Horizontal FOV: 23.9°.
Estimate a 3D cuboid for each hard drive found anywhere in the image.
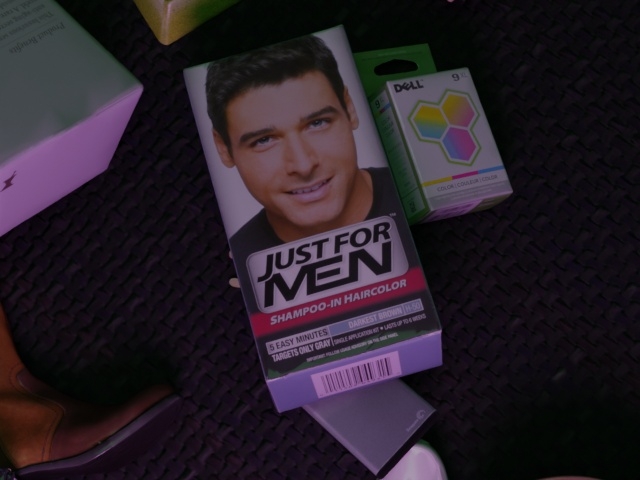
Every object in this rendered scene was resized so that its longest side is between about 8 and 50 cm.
[{"bbox_3d":[0.051,0.181,1.625,0.094,0.022,0.135,-46,54,-6],"label":"hard drive"}]

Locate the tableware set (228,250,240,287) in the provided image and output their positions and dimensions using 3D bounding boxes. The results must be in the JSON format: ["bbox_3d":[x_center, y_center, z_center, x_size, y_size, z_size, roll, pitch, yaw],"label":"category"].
[{"bbox_3d":[0.000,0.000,1.682,0.194,0.039,0.128,9,80,4],"label":"tableware set"}]

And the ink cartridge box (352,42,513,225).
[{"bbox_3d":[0.121,-0.129,1.669,0.109,0.062,0.209,-12,78,-27],"label":"ink cartridge box"}]

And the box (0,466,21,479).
[{"bbox_3d":[-0.467,0.363,1.513,0.295,0.073,0.293,6,73,-1],"label":"box"}]

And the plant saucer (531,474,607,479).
[{"bbox_3d":[0.246,0.369,1.559,0.278,0.041,0.278,-1,101,-5],"label":"plant saucer"}]

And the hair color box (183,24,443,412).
[{"bbox_3d":[-0.010,-0.027,1.611,0.185,0.113,0.374,-16,66,-1],"label":"hair color box"}]

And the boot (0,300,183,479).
[{"bbox_3d":[-0.319,0.142,1.664,0.264,0.096,0.280,-32,72,3],"label":"boot"}]

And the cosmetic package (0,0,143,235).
[{"bbox_3d":[-0.440,-0.225,1.636,0.453,0.161,0.230,44,48,10],"label":"cosmetic package"}]

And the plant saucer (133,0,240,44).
[{"bbox_3d":[-0.153,-0.353,1.752,0.188,0.045,0.188,-32,79,-4],"label":"plant saucer"}]

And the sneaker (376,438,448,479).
[{"bbox_3d":[0.092,0.321,1.579,0.090,0.115,0.232,6,80,4],"label":"sneaker"}]
